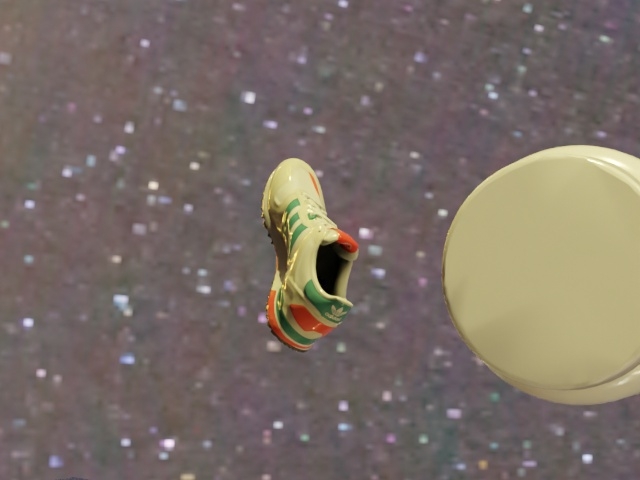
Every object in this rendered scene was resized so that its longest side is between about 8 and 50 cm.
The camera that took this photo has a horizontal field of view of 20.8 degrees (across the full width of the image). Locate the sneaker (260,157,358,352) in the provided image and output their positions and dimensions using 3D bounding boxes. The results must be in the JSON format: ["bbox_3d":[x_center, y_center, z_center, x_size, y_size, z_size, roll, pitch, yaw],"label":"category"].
[{"bbox_3d":[0.000,0.000,1.295,0.075,0.057,0.161,-32,-135,39],"label":"sneaker"}]

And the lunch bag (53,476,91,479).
[{"bbox_3d":[-0.247,0.281,0.638,0.239,0.328,0.385,-108,-158,-59],"label":"lunch bag"}]

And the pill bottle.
[{"bbox_3d":[0.173,0.023,1.114,0.160,0.283,0.160,-1,-93,17],"label":"pill bottle"}]
